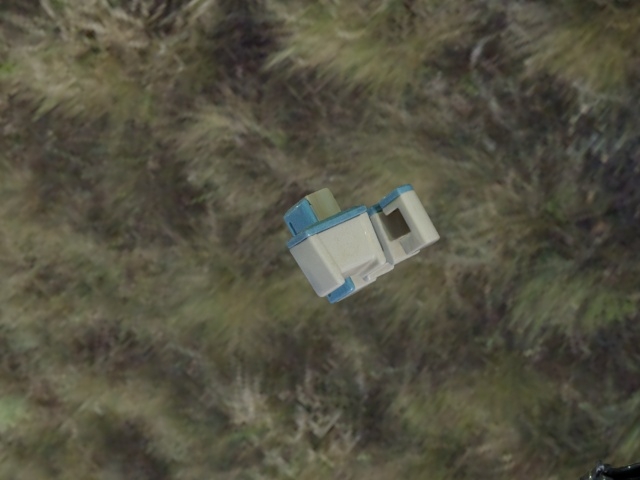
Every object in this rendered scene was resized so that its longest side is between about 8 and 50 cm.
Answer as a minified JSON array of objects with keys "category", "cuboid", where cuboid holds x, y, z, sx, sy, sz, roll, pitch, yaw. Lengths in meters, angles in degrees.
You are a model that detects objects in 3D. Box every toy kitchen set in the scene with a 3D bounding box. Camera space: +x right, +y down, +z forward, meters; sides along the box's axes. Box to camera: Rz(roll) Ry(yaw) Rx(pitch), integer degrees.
[{"category":"toy kitchen set","cuboid":[0.000,0.000,1.263,0.122,0.166,0.207,62,145,6]}]

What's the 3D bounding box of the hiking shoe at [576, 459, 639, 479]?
[{"category":"hiking shoe","cuboid":[0.416,0.327,1.454,0.226,0.086,0.114,13,137,-16]}]
